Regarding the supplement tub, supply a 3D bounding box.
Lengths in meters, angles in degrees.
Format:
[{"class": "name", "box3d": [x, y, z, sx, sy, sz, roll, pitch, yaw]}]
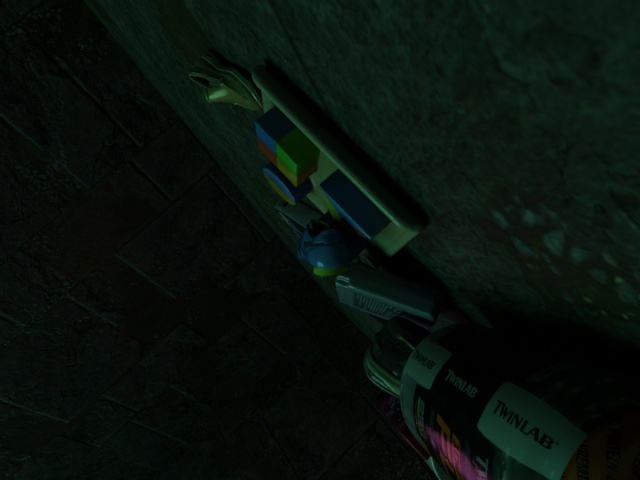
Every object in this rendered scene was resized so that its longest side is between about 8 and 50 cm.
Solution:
[{"class": "supplement tub", "box3d": [0.242, 0.223, 0.479, 0.207, 0.207, 0.338, 48, 172, -5]}]

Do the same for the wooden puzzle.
[{"class": "wooden puzzle", "box3d": [0.002, -0.082, 0.706, 0.322, 0.080, 0.348, 46, 172, 7]}]

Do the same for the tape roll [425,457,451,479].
[{"class": "tape roll", "box3d": [0.392, 0.537, 1.112, 0.246, 0.246, 0.169, 46, 173, 7]}]

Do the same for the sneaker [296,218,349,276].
[{"class": "sneaker", "box3d": [0.000, 0.000, 0.689, 0.209, 0.069, 0.082, -147, 50, -76]}]

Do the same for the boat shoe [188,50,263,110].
[{"class": "boat shoe", "box3d": [-0.168, -0.265, 0.729, 0.190, 0.072, 0.068, 41, 170, 36]}]

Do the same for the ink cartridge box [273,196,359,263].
[{"class": "ink cartridge box", "box3d": [-0.031, -0.035, 1.190, 0.165, 0.065, 0.333, 51, 172, -33]}]

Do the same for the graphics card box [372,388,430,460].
[{"class": "graphics card box", "box3d": [0.278, 0.407, 1.115, 0.094, 0.233, 0.371, 46, 173, 5]}]

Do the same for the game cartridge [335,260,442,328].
[{"class": "game cartridge", "box3d": [0.132, 0.117, 0.826, 0.198, 0.062, 0.297, 15, 166, 8]}]

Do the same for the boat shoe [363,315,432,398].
[{"class": "boat shoe", "box3d": [0.252, 0.241, 0.710, 0.356, 0.130, 0.132, 22, -162, 10]}]

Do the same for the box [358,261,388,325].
[{"class": "box", "box3d": [0.142, 0.144, 1.090, 0.147, 0.078, 0.180, 51, 171, -23]}]
